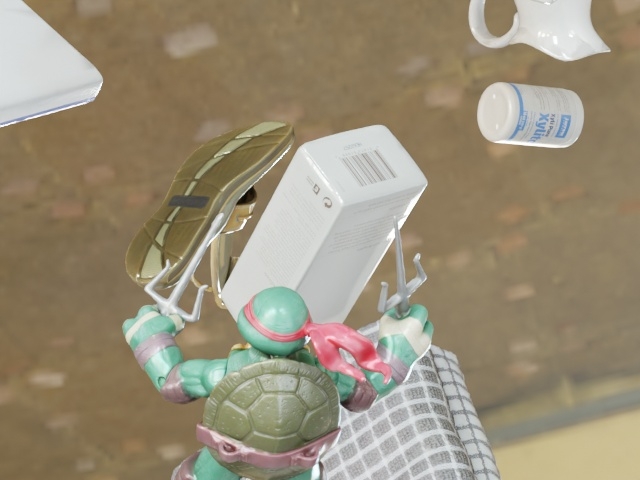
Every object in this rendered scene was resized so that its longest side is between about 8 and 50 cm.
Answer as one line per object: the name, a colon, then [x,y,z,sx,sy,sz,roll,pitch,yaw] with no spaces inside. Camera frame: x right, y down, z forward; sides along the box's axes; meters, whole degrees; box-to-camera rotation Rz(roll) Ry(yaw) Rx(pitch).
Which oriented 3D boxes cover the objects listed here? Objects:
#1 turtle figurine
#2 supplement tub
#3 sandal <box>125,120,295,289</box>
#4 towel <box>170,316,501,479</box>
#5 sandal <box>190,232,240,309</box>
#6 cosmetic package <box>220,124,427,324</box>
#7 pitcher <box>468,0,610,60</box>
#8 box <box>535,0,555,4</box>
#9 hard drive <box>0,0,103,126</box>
turtle figurine: [-0.032,0.086,1.054,0.175,0.118,0.234,12,-55,1]
supplement tub: [0.242,-0.144,2.140,0.107,0.071,0.071,2,-30,-30]
sandal: [-0.080,-0.023,1.389,0.072,0.180,0.049,9,-39,38]
towel: [0.005,0.221,1.505,0.284,0.235,0.121,-36,-49,15]
sandal: [-0.138,0.026,2.137,0.079,0.088,0.240,9,-18,8]
cosmetic package: [0.000,0.000,1.822,0.117,0.085,0.231,-15,-31,-39]
pitcher: [0.222,-0.300,1.957,0.178,0.207,0.125,8,18,42]
box: [0.074,-0.258,1.065,0.215,0.168,0.345,18,15,8]
hard drive: [-0.403,-0.186,1.891,0.319,0.210,0.040,-23,-31,-50]
